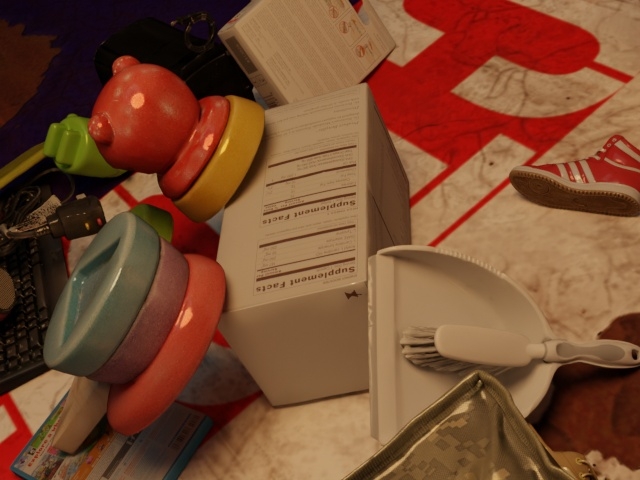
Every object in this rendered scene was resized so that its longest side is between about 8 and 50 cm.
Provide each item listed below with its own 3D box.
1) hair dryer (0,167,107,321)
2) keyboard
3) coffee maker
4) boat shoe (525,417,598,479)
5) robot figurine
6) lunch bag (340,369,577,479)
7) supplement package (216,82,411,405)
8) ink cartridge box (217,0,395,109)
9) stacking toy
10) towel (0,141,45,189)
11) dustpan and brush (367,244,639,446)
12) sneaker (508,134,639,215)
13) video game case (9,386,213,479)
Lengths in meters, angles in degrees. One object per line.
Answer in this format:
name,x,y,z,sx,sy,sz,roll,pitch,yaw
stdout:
hair dryer,-0.371,0.031,1.038,0.293,0.080,0.223,-32,25,-19
keyboard,-0.379,0.059,1.068,0.201,0.033,0.317,-29,41,0
coffee maker,-0.168,-0.198,1.103,0.120,0.171,0.178,-20,34,-39
boat shoe,0.166,0.165,0.661,0.045,0.050,0.135,-40,42,-8
robot figurine,-0.266,-0.108,1.119,0.101,0.115,0.067,25,102,34
lunch bag,0.043,0.251,0.506,0.287,0.235,0.169,-35,42,-7
supplement package,0.000,0.000,0.843,0.133,0.139,0.244,-13,43,16
ink cartridge box,-0.011,-0.224,1.066,0.045,0.145,0.179,-10,32,51
stacking toy,-0.188,0.013,0.821,0.279,0.130,0.309,-39,32,40
towel,-0.398,-0.049,1.120,0.102,0.021,0.237,-9,30,48
dustpan and brush,0.142,0.081,0.704,0.060,0.211,0.147,-31,55,59
sneaker,0.233,-0.063,0.854,0.118,0.042,0.067,14,61,28
video game case,-0.190,0.184,0.858,0.166,0.015,0.119,13,57,36
